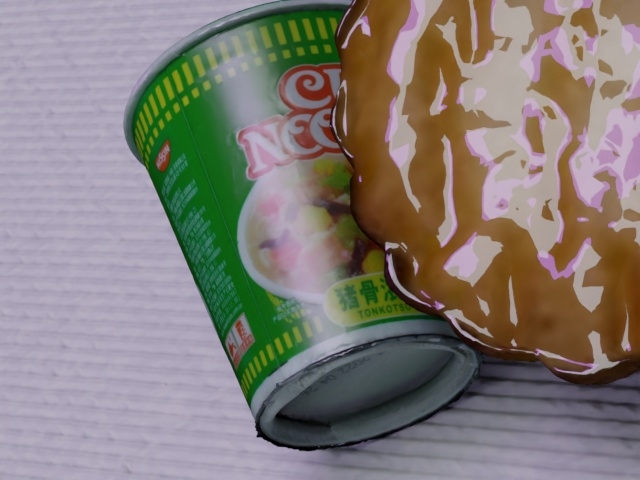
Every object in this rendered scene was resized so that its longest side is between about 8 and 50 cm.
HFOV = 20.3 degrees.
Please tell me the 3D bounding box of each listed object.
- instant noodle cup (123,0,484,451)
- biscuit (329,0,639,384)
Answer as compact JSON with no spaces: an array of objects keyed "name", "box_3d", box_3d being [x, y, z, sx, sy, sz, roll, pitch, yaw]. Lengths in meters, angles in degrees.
[{"name":"instant noodle cup","box_3d":[0.000,0.000,1.128,0.207,0.207,0.232,-27,61,14]},{"name":"biscuit","box_3d":[0.164,-0.079,0.987,0.326,0.107,0.325,-5,78,23]}]
